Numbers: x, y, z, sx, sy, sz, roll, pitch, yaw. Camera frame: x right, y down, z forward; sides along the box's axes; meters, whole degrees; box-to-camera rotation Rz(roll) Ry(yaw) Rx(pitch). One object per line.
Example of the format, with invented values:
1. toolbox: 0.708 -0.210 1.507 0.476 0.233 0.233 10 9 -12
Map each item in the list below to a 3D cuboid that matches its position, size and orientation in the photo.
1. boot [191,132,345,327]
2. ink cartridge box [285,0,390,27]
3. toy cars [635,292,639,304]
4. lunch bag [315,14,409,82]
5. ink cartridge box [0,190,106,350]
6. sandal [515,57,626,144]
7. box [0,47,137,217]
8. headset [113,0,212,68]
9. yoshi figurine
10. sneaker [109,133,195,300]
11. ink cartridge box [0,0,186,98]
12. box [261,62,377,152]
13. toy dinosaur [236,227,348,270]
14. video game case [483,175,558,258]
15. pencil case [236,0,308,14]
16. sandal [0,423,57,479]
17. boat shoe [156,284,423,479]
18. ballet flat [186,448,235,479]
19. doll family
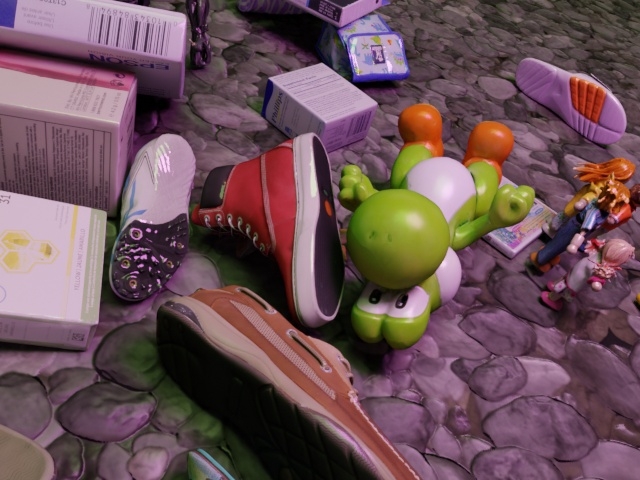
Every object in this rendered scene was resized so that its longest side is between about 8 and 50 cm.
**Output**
1. boot: -0.070 0.002 0.763 0.176 0.088 0.244 -16 57 17
2. ink cartridge box: 0.009 -0.493 1.256 0.206 0.045 0.208 31 42 16
3. toy cars: 0.649 0.130 0.908 0.393 0.087 0.176 27 42 10
4. lunch bag: 0.082 -0.355 1.230 0.128 0.096 0.151 -12 58 -26
5. ink cartridge box: -0.350 0.021 0.672 0.235 0.056 0.171 12 41 -24
6. sandal: 0.515 -0.297 1.311 0.076 0.102 0.265 -21 52 -32
7. box: -0.352 -0.135 0.793 0.232 0.149 0.127 9 42 -11
8. headset: -0.376 -0.401 1.115 0.393 0.185 0.243 9 36 12
9. yoshi figurine: 0.128 -0.044 0.784 0.203 0.203 0.362 44 47 -19
10. sneaker: -0.207 -0.026 0.794 0.085 0.086 0.237 28 48 -29
11. ink cartridge box: -0.351 -0.260 0.897 0.323 0.072 0.330 6 -2 -12
12. box: -0.003 -0.215 1.060 0.126 0.072 0.137 -27 59 -39
13. toy dinosaur: 0.000 0.000 0.837 0.211 0.064 0.112 -4 45 -24
14. video game case: 0.282 -0.048 1.022 0.143 0.019 0.157 40 45 23
15. pencil case: -0.074 -0.513 1.343 0.206 0.087 0.088 -14 11 -29
16. sandal: -0.358 0.148 0.529 0.302 0.086 0.120 25 38 11
17. boat shoe: -0.019 0.145 0.633 0.324 0.123 0.120 39 42 21
18. ballet flat: -0.058 0.254 0.546 0.188 0.070 0.070 32 43 21
19. doll family: 0.374 -0.031 0.910 0.118 0.163 0.263 42 45 5
